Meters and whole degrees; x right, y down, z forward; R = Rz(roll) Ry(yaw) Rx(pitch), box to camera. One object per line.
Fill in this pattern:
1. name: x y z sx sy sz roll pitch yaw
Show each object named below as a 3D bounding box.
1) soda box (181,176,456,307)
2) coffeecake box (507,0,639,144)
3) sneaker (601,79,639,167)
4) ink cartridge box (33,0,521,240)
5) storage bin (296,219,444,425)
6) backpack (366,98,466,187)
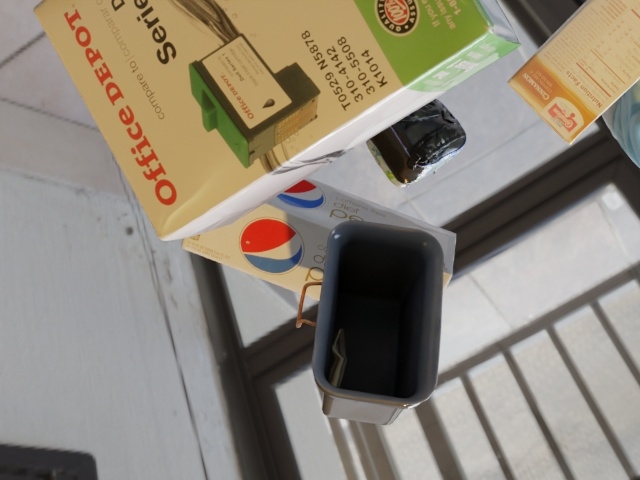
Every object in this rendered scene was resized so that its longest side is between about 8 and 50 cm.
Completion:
1. soda box: 0.000 0.000 0.741 0.216 0.069 0.074 21 122 -1
2. coffeecake box: 0.234 -0.166 0.666 0.185 0.068 0.142 -45 178 20
3. sneaker: 0.371 -0.193 0.888 0.135 0.150 0.366 -23 144 3
4. ink cartridge box: -0.028 -0.119 0.493 0.219 0.160 0.092 -31 177 23
5. storage bin: 0.031 0.068 0.643 0.098 0.135 0.091 8 148 -2
6. backpack: 0.123 -0.132 1.156 0.114 0.105 0.084 -26 167 -35
